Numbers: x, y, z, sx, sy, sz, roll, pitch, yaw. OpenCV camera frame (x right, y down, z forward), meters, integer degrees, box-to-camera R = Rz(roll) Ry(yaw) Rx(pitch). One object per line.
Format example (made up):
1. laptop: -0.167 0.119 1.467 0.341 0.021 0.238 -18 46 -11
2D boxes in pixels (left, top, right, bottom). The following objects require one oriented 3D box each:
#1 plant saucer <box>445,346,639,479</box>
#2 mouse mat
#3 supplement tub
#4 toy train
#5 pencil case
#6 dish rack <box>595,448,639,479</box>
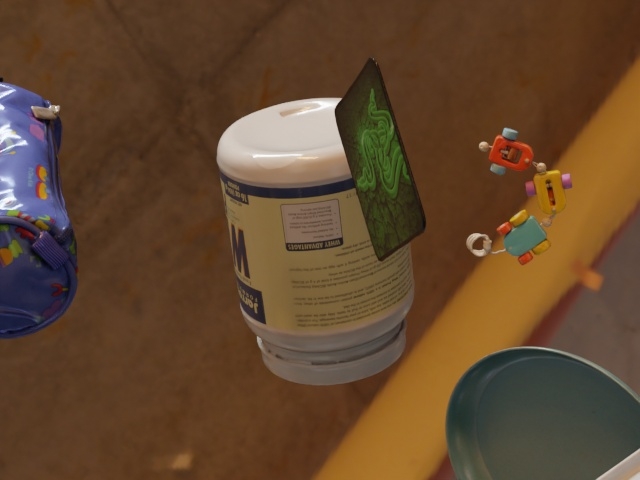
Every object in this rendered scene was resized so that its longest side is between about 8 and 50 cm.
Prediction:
1. plant saucer: 0.297 0.266 1.564 0.043 0.317 0.318 -32 -50 -47
2. mouse mat: 0.049 -0.065 1.127 0.007 0.189 0.153 -15 -97 -13
3. supplement tub: 0.000 0.000 1.682 0.235 0.235 0.325 -27 -59 -37
4. toy train: 0.249 -0.055 1.629 0.046 0.125 0.166 -48 -27 -74
5. pencil case: -0.291 -0.039 1.198 0.133 0.306 0.119 -36 -57 9
6. dish rack: 0.320 0.333 1.125 0.333 0.285 0.072 -47 0 34
